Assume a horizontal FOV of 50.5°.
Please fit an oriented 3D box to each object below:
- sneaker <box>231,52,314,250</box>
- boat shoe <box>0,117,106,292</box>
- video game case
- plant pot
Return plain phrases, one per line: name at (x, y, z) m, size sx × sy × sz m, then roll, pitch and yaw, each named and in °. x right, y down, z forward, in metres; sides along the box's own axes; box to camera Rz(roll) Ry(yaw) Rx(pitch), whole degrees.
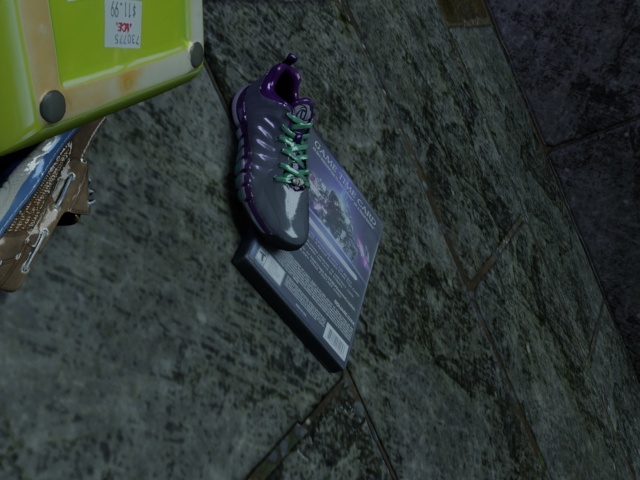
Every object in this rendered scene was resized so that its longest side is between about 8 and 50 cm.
sneaker at (-0.043, -0.102, 0.755) m, size 0.083 × 0.098 × 0.223 m, roll 7°, pitch 58°, yaw -41°
boat shoe at (-0.214, -0.039, 0.525) m, size 0.066 × 0.066 × 0.183 m, roll 53°, pitch 45°, yaw -33°
video game case at (0.000, 0.000, 0.858) m, size 0.196 × 0.026 × 0.274 m, roll 52°, pitch 35°, yaw -26°
plant pot at (-0.199, -0.181, 0.406) m, size 0.228 × 0.207 × 0.227 m, roll -44°, pitch 143°, yaw -54°
